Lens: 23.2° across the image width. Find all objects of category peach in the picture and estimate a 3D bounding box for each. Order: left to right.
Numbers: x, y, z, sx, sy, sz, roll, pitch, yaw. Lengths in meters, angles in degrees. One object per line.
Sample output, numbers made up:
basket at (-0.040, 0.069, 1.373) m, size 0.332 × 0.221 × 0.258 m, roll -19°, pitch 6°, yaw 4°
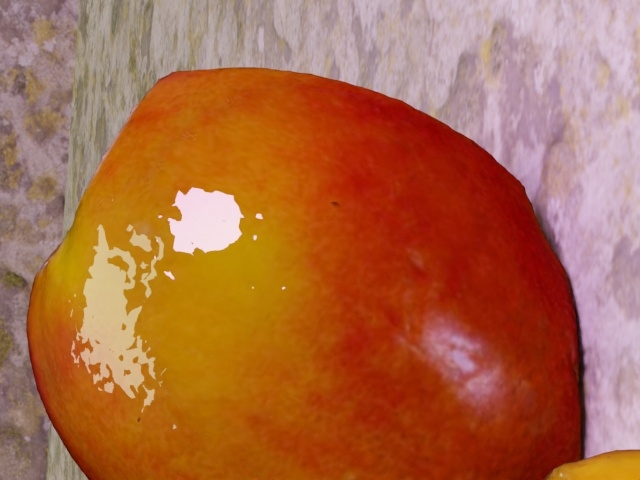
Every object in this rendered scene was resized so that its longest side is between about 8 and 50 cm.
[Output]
peach at (0.001, 0.079, 1.015) m, size 0.306 × 0.380 × 0.242 m, roll -66°, pitch 8°, yaw -24°

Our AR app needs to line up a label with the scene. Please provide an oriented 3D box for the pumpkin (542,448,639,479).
pumpkin at (0.182, 0.237, 0.590) m, size 0.303 × 0.225 × 0.256 m, roll -102°, pitch 27°, yaw -52°
